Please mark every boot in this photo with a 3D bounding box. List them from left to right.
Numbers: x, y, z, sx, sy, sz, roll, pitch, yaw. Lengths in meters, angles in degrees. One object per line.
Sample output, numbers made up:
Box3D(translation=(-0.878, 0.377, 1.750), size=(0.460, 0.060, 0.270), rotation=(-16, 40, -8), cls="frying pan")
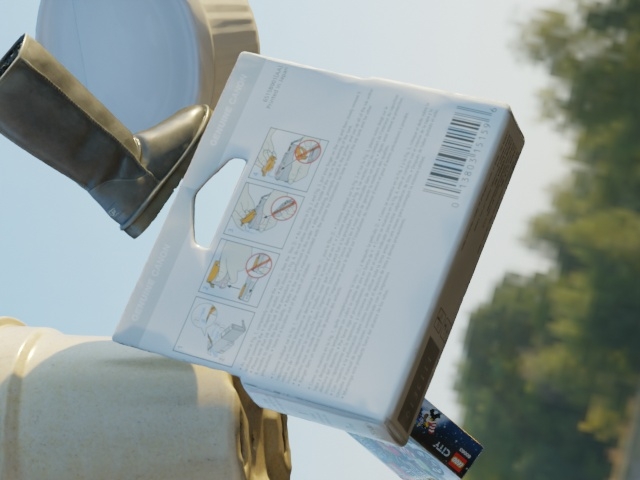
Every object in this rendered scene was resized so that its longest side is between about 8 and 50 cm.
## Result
Box3D(translation=(-0.218, -0.124, 1.890), size=(0.076, 0.208, 0.189), rotation=(-39, 16, 47), cls="boot")

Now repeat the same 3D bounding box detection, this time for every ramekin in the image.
Box3D(translation=(-0.185, -0.207, 2.149), size=(0.127, 0.273, 0.272), rotation=(-13, -60, -47), cls="ramekin")

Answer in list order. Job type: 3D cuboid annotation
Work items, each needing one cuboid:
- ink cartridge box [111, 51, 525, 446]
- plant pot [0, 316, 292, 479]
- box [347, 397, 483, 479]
Box3D(translation=(0.000, 0.000, 1.507), size=(0.275, 0.239, 0.060), rotation=(-67, -27, -19), cls="ink cartridge box")
Box3D(translation=(-0.205, 0.236, 2.168), size=(0.334, 0.306, 0.333), rotation=(-6, -90, -77), cls="plant pot")
Box3D(translation=(0.044, 0.163, 2.016), size=(0.044, 0.233, 0.159), rotation=(-52, 9, -18), cls="box")
